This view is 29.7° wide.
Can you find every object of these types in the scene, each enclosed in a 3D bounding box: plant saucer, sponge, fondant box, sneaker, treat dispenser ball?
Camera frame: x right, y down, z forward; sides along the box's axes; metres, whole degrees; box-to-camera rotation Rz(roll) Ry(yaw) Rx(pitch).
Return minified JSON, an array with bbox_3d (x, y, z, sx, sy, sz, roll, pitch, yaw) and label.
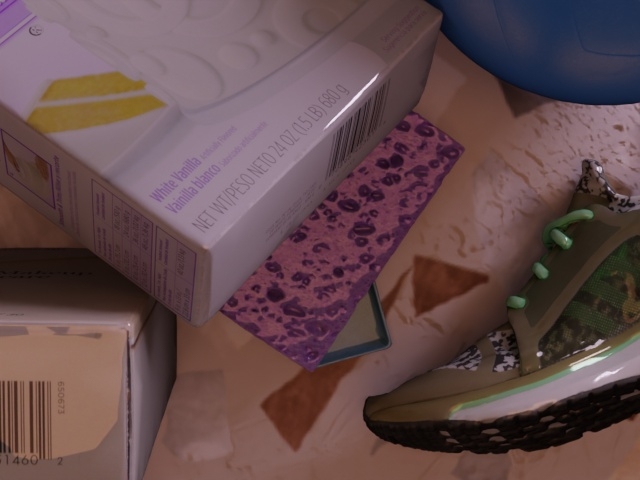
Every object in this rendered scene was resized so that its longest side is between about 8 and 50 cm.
[{"bbox_3d":[0.000,0.000,0.939,0.067,0.018,0.192,-15,96,-1],"label":"plant saucer"},{"bbox_3d":[0.003,-0.018,0.912,0.117,0.031,0.210,34,94,-6],"label":"sponge"},{"bbox_3d":[-0.126,-0.134,0.775,0.330,0.096,0.238,34,60,15],"label":"fondant box"},{"bbox_3d":[0.213,0.035,0.918,0.410,0.158,0.182,-23,66,2],"label":"sneaker"},{"bbox_3d":[0.188,-0.232,0.784,0.288,0.288,0.288,0,97,-2],"label":"treat dispenser ball"}]

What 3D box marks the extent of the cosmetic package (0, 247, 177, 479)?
[{"bbox_3d":[-0.183,0.078,0.794,0.160,0.309,0.113,1,97,-4],"label":"cosmetic package"}]
